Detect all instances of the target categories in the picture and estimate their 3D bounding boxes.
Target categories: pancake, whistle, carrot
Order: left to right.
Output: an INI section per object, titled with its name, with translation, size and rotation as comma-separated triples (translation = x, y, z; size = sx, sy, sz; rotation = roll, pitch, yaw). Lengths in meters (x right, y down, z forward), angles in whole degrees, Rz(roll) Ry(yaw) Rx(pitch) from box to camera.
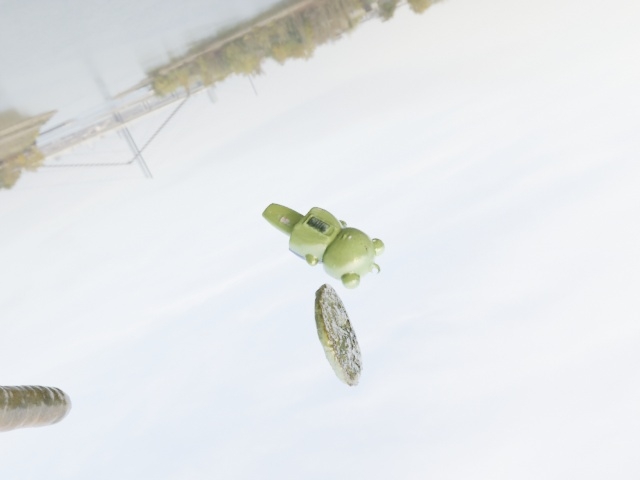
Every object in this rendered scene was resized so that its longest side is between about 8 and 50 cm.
[carrot]
translation = -0.360, 0.158, 0.532
size = 0.070, 0.070, 0.342
rotation = -17, 163, 17
[whistle]
translation = 0.000, 0.000, 0.929
size = 0.227, 0.085, 0.105
rotation = 28, -120, 21
[pancake]
translation = 0.018, 0.093, 0.555
size = 0.017, 0.108, 0.108
rotation = -25, -162, 16
